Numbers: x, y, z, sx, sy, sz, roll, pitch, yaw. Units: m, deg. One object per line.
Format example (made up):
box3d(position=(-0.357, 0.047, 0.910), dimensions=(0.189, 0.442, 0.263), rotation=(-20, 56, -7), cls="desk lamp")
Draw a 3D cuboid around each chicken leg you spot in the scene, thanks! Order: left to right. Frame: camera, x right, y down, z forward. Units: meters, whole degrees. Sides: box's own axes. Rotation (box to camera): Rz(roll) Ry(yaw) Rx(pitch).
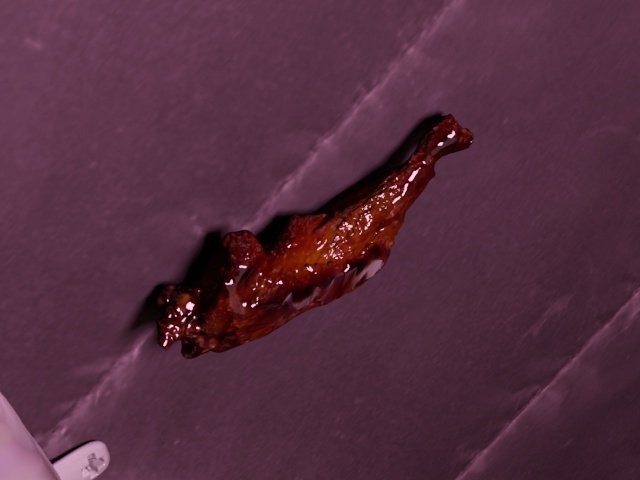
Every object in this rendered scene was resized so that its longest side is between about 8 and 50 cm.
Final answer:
box3d(position=(-0.002, 0.005, 1.119), dimensions=(0.219, 0.048, 0.089), rotation=(-28, 151, -25), cls="chicken leg")

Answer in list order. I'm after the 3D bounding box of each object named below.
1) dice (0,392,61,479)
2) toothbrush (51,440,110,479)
box3d(position=(-0.255, 0.076, 0.689), dimensions=(0.259, 0.251, 0.243), rotation=(-38, 152, -9), cls="dice")
box3d(position=(-0.242, 0.182, 1.086), dimensions=(0.304, 0.030, 0.030), rotation=(-28, 148, -30), cls="toothbrush")
